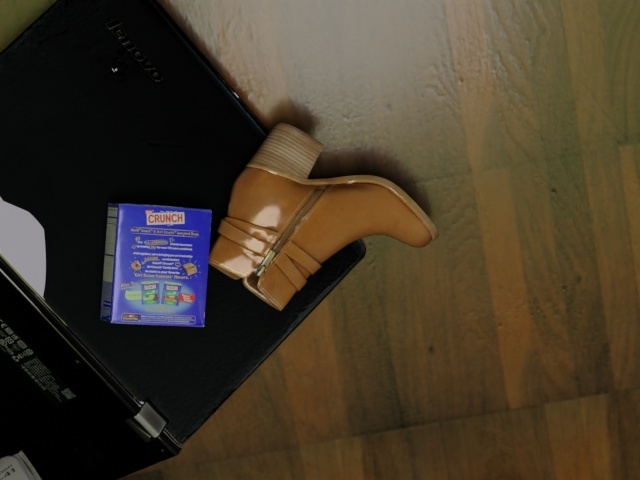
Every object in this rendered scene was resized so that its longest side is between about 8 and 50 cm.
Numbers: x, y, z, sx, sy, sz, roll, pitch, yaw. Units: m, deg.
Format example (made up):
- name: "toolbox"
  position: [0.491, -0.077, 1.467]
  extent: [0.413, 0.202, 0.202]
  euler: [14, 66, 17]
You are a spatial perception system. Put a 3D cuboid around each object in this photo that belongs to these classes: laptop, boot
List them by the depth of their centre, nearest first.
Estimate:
- name: "boot"
  position: [0.000, 0.000, 1.595]
  extent: [0.197, 0.073, 0.152]
  euler: [29, 79, -10]
- name: "laptop"
  position: [-0.252, 0.015, 1.638]
  extent: [0.408, 0.236, 0.382]
  euler: [-26, 113, 37]

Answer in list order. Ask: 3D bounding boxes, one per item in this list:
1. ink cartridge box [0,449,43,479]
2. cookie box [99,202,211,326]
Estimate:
- name: "ink cartridge box"
  position: [-0.290, 0.395, 1.640]
  extent: [0.226, 0.131, 0.306]
  euler: [-36, 119, -12]
- name: "cookie box"
  position: [-0.148, 0.022, 1.541]
  extent: [0.092, 0.040, 0.107]
  euler: [4, 91, -26]
